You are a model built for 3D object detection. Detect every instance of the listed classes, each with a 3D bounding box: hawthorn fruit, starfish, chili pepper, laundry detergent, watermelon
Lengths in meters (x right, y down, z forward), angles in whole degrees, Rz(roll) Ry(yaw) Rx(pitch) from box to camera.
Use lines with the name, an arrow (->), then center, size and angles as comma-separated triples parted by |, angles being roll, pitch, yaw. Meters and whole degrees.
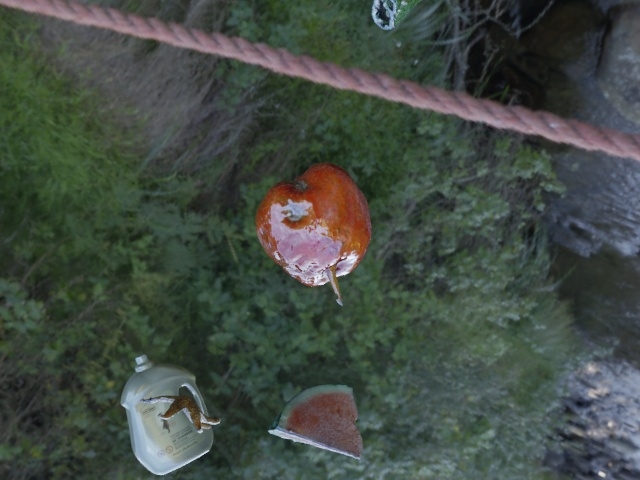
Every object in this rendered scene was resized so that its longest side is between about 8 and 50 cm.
hawthorn fruit -> 0.000, 0.000, 1.215 | 0.207, 0.207, 0.243 | 66, -177, -66
starfish -> -0.233, 0.271, 1.143 | 0.130, 0.041, 0.133 | 21, 169, 14
chili pepper -> 0.200, -0.505, 1.252 | 0.099, 0.270, 0.136 | 39, 171, 31
laundry detergent -> -0.348, 0.370, 1.546 | 0.091, 0.181, 0.253 | -16, 95, 66
watermelon -> -0.006, 0.370, 1.452 | 0.202, 0.136, 0.207 | 1, 172, 27
